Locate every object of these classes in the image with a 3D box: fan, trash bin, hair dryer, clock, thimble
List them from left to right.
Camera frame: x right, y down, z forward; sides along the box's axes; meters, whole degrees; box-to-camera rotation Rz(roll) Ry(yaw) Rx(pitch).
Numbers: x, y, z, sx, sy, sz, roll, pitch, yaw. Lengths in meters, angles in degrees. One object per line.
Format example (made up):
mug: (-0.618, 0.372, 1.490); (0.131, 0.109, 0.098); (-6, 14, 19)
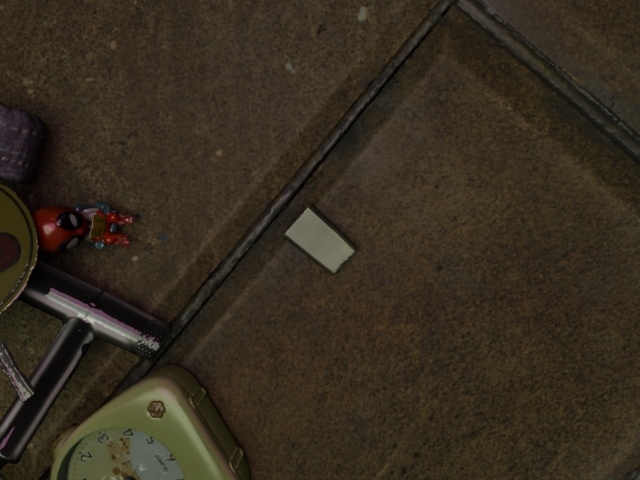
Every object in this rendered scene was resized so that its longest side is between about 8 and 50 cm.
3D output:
fan: (-0.441, 0.051, 0.690); (0.229, 0.011, 0.335); (-35, 86, -15)
thimble: (-0.457, -0.141, 0.774); (0.150, 0.150, 0.097); (16, 90, 2)
hair dryer: (-0.395, 0.123, 0.733); (0.320, 0.284, 0.155); (34, 128, -2)
clock: (-0.278, 0.345, 0.824); (0.308, 0.096, 0.235); (-30, 93, 4)
trash bin: (0.000, 0.000, 0.815); (0.092, 0.043, 0.061); (42, 95, -4)

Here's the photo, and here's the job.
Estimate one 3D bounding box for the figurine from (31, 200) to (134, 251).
figurine: (-0.338, -0.020, 0.783); (0.075, 0.140, 0.068); (18, 102, 42)
